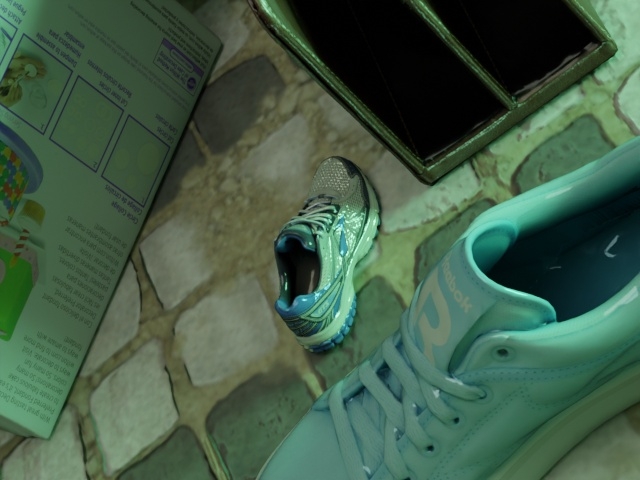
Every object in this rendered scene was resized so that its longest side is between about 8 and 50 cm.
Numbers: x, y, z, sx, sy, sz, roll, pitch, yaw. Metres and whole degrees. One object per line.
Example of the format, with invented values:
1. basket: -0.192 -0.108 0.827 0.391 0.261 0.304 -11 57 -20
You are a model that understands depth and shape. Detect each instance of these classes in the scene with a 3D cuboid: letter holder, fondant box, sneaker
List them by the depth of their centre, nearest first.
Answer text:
1. sneaker: 0.082 0.052 0.892 0.366 0.150 0.135 -38 46 14
2. sneaker: 0.000 0.000 1.054 0.052 0.058 0.135 -12 57 33
3. letter holder: 0.028 -0.226 1.059 0.152 0.214 0.302 -35 47 16
4. fondant box: -0.228 -0.060 1.142 0.096 0.238 0.330 8 69 40
